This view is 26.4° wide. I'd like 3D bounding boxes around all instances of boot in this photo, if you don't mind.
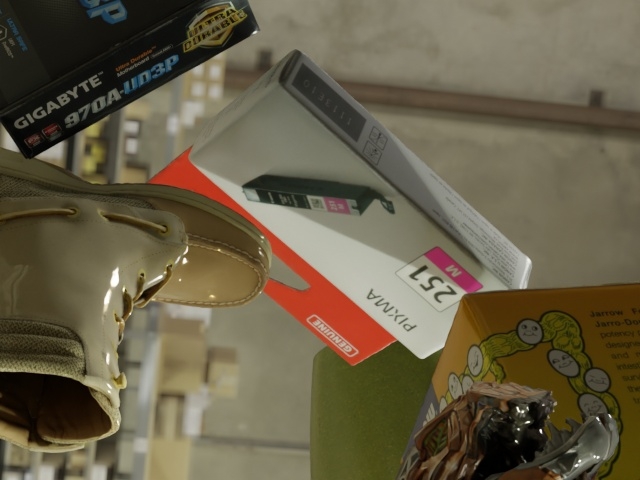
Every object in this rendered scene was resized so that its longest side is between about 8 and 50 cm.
[{"bbox_3d":[-0.138,0.049,0.909,0.095,0.262,0.203,-51,-143,32],"label":"boot"}]

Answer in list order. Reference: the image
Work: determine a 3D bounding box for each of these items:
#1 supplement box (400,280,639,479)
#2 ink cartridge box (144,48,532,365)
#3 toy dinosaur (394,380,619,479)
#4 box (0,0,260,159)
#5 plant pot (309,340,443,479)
[{"bbox_3d":[0.208,0.219,0.872,0.194,0.195,0.356,105,-24,-43],"label":"supplement box"},{"bbox_3d":[0.000,0.000,1.162,0.239,0.275,0.060,-36,-159,40],"label":"ink cartridge box"},{"bbox_3d":[0.085,0.219,0.472,0.218,0.164,0.322,9,-64,42],"label":"toy dinosaur"},{"bbox_3d":[-0.165,-0.177,0.922,0.220,0.175,0.051,57,-5,37],"label":"box"},{"bbox_3d":[0.097,0.242,1.440,0.275,0.275,0.293,113,-39,-69],"label":"plant pot"}]
